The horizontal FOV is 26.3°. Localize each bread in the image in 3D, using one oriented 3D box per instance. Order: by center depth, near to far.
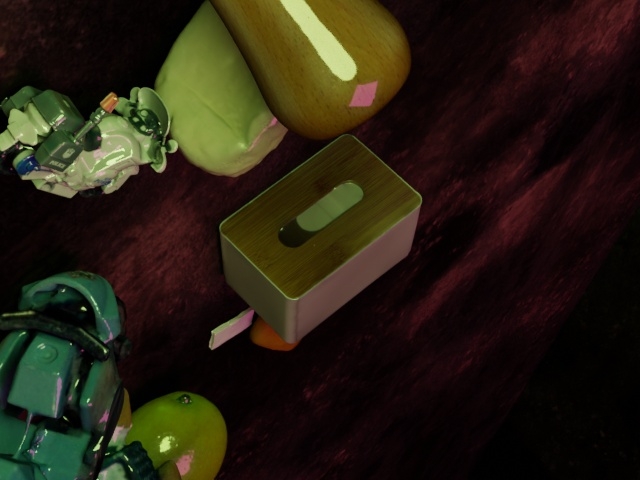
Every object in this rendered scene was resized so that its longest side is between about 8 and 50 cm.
[{"bbox_3d":[-0.022,0.074,2.091,0.239,0.074,0.092,-58,168,24],"label":"bread"}]

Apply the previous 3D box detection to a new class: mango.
[{"bbox_3d":[-0.255,0.339,2.024,0.273,0.149,0.185,-41,159,-4],"label":"mango"}]

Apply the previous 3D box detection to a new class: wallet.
[{"bbox_3d":[-0.134,0.133,2.073,0.083,0.011,0.044,-31,152,-32],"label":"wallet"}]

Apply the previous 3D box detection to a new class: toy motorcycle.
[{"bbox_3d":[-0.237,-0.105,1.413,0.150,0.102,0.221,-40,159,15],"label":"toy motorcycle"},{"bbox_3d":[-0.331,0.194,1.582,0.232,0.172,0.416,94,18,-51],"label":"toy motorcycle"}]

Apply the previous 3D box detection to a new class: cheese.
[{"bbox_3d":[-0.069,-0.195,1.476,0.263,0.159,0.093,-50,163,8],"label":"cheese"}]

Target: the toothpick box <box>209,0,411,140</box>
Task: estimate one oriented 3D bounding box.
[{"bbox_3d":[-0.048,-0.243,1.293,0.192,0.192,0.294,-43,117,-9],"label":"toothpick box"}]

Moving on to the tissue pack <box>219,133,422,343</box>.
[{"bbox_3d":[-0.001,-0.001,1.905,0.246,0.159,0.136,-38,156,-23],"label":"tissue pack"}]

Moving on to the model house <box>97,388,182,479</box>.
[{"bbox_3d":[-0.306,0.335,1.866,0.184,0.253,0.291,-17,129,-83],"label":"model house"}]
